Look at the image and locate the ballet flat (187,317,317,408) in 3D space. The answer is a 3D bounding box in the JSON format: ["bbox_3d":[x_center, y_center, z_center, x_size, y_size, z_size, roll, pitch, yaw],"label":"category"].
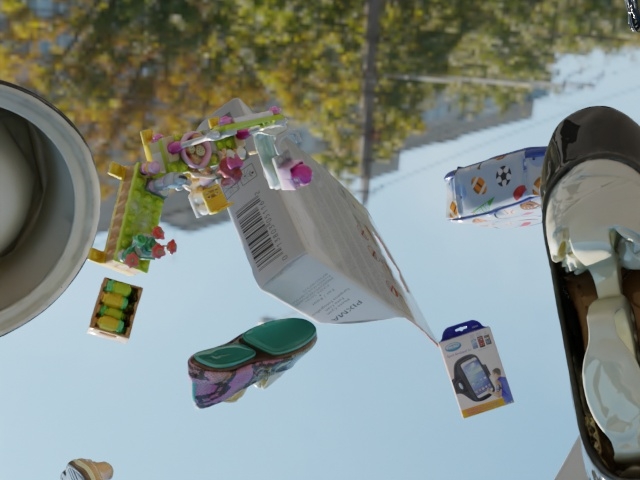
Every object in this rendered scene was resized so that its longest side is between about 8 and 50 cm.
[{"bbox_3d":[-0.088,0.156,1.429,0.077,0.079,0.221,25,-155,29],"label":"ballet flat"}]

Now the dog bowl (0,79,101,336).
[{"bbox_3d":[-0.527,-0.057,1.612,0.408,0.407,0.150,-7,-152,-31],"label":"dog bowl"}]

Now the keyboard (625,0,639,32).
[{"bbox_3d":[0.520,-0.402,1.697,0.201,0.317,0.033,-35,-133,-11],"label":"keyboard"}]

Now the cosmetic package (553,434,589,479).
[{"bbox_3d":[0.276,0.382,1.366,0.097,0.284,0.377,30,-117,14],"label":"cosmetic package"}]

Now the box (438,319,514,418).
[{"bbox_3d":[0.230,0.189,1.719,0.081,0.136,0.028,-18,180,1],"label":"box"}]

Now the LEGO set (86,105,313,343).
[{"bbox_3d":[-0.108,-0.039,1.009,0.107,0.132,0.287,-11,-153,46],"label":"LEGO set"}]

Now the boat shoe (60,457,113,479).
[{"bbox_3d":[-0.367,0.375,1.841,0.072,0.068,0.190,-17,176,-25],"label":"boat shoe"}]

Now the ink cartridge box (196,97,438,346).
[{"bbox_3d":[0.000,0.000,1.678,0.385,0.091,0.308,37,-159,-50],"label":"ink cartridge box"}]

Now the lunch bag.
[{"bbox_3d":[0.383,-0.091,2.078,0.243,0.114,0.303,3,172,-36],"label":"lunch bag"}]

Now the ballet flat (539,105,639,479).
[{"bbox_3d":[0.193,0.033,0.737,0.095,0.280,0.096,-13,163,21],"label":"ballet flat"}]
